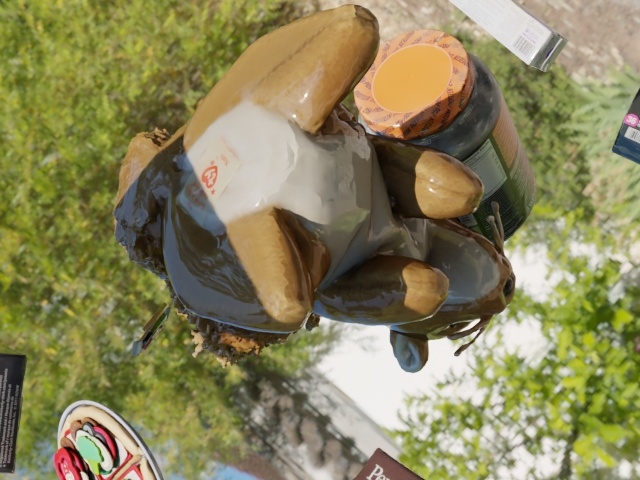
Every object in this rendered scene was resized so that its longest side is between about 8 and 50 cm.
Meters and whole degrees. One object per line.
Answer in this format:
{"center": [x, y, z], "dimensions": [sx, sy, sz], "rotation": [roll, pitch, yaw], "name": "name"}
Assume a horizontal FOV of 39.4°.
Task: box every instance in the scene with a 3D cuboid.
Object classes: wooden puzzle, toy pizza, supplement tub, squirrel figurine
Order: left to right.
{"center": [-0.235, 0.272, 0.977], "dimensions": [0.201, 0.201, 0.032], "rotation": [39, -142, 26], "name": "toy pizza"}
{"center": [-0.234, 0.127, 1.244], "dimensions": [0.014, 0.078, 0.116], "rotation": [38, 160, 3], "name": "wooden puzzle"}
{"center": [0.000, 0.000, 0.936], "dimensions": [0.397, 0.281, 0.370], "rotation": [-7, 158, 41], "name": "squirrel figurine"}
{"center": [0.173, -0.131, 1.228], "dimensions": [0.193, 0.193, 0.316], "rotation": [40, 174, 38], "name": "supplement tub"}

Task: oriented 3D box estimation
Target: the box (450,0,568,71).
{"center": [0.276, -0.399, 1.495], "dimensions": [0.063, 0.067, 0.324], "rotation": [5, -144, -48], "name": "box"}

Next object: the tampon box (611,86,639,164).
{"center": [0.443, -0.166, 1.066], "dimensions": [0.120, 0.161, 0.101], "rotation": [27, 172, 15], "name": "tampon box"}

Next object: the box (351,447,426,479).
{"center": [0.075, 0.326, 0.754], "dimensions": [0.168, 0.203, 0.167], "rotation": [23, 159, 49], "name": "box"}

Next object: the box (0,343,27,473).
{"center": [-0.500, 0.188, 1.037], "dimensions": [0.270, 0.143, 0.165], "rotation": [9, 175, -30], "name": "box"}
